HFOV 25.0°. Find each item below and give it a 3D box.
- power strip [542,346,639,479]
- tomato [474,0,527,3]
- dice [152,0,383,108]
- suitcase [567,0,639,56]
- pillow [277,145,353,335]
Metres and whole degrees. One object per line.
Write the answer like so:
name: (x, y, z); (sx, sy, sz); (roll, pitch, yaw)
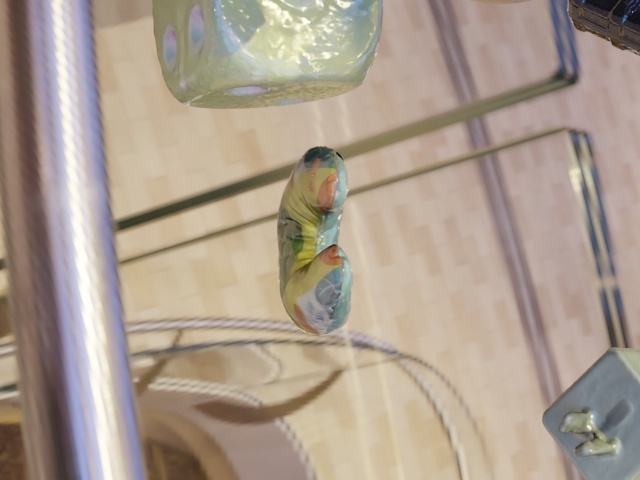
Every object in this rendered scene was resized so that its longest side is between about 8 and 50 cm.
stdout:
power strip: (0.367, 0.220, 1.740); (0.224, 0.140, 0.139); (9, 40, -54)
tomato: (0.179, -0.399, 1.459); (0.283, 0.317, 0.316); (-3, 77, -16)
dice: (-0.074, -0.312, 1.931); (0.254, 0.250, 0.252); (-2, 87, -23)
suitcase: (0.431, -0.316, 1.604); (0.285, 0.206, 0.066); (-50, 149, -13)
pillow: (0.000, 0.000, 1.756); (0.086, 0.214, 0.233); (4, 70, -13)
